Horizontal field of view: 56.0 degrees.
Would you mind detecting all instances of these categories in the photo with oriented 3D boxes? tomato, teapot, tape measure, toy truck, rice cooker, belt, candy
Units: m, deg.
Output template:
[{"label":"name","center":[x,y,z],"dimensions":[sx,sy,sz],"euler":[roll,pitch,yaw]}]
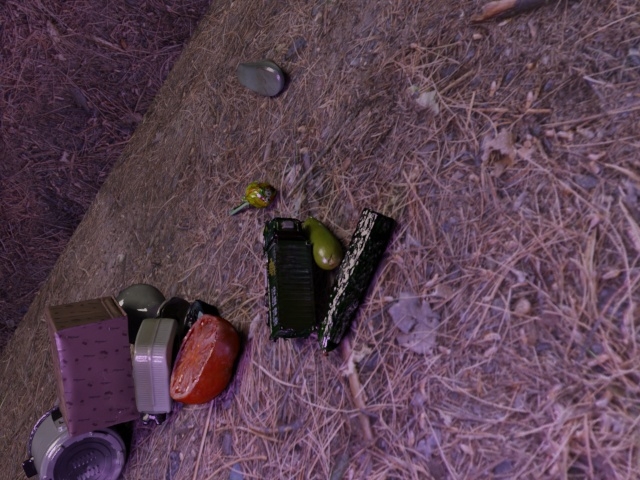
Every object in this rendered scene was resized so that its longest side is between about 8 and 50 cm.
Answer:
[{"label":"tomato","center":[-0.266,0.286,1.438],"dimensions":[0.237,0.095,0.237],"euler":[-43,32,36]},{"label":"teapot","center":[-0.487,0.217,1.757],"dimensions":[0.250,0.183,0.184],"euler":[-4,63,44]},{"label":"tape measure","center":[-0.431,0.323,1.572],"dimensions":[0.207,0.115,0.235],"euler":[-101,14,-60]},{"label":"toy truck","center":[-0.071,0.075,1.253],"dimensions":[0.121,0.088,0.259],"euler":[129,139,-62]},{"label":"rice cooker","center":[-0.680,0.583,1.685],"dimensions":[0.280,0.241,0.227],"euler":[-25,22,-27]},{"label":"belt","center":[-0.320,0.220,1.602],"dimensions":[0.105,0.058,0.140],"euler":[-60,32,11]},{"label":"candy","center":[-0.204,-0.108,1.687],"dimensions":[0.262,0.077,0.073],"euler":[-20,47,59]}]

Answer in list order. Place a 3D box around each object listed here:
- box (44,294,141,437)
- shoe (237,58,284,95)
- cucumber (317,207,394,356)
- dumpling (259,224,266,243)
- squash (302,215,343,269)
[{"label":"box","center":[-0.609,0.327,1.609],"dimensions":[0.225,0.190,0.297],"euler":[20,117,58]},{"label":"shoe","center":[-0.176,-0.535,1.947],"dimensions":[0.100,0.103,0.251],"euler":[-28,34,-30]},{"label":"cucumber","center":[0.058,0.079,1.146],"dimensions":[0.067,0.067,0.294],"euler":[18,84,59]},{"label":"dumpling","center":[-0.125,-0.006,1.510],"dimensions":[0.076,0.057,0.052],"euler":[28,52,36]},{"label":"squash","center":[0.000,0.000,1.296],"dimensions":[0.066,0.066,0.201],"euler":[-54,26,14]}]
